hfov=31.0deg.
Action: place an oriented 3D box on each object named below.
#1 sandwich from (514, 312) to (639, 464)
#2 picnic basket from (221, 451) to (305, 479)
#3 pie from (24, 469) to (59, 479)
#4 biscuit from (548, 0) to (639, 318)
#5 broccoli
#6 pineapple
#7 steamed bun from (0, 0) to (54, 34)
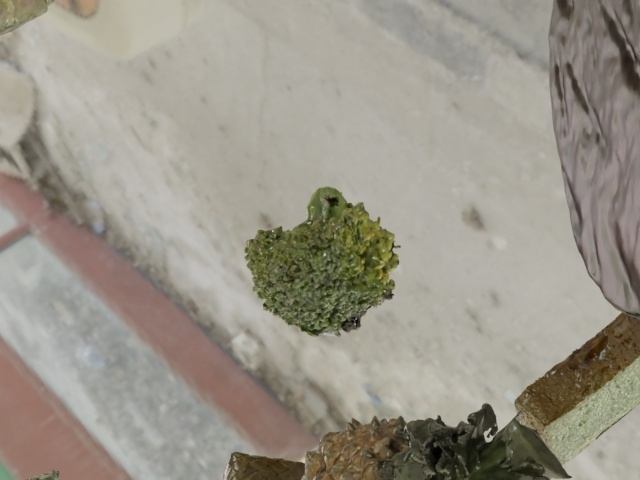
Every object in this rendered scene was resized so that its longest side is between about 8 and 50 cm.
[{"bbox_3d":[0.360,0.196,1.524,0.065,0.214,0.186,48,171,33],"label":"sandwich"},{"bbox_3d":[-0.082,0.395,1.617,0.137,0.178,0.128,8,123,0],"label":"picnic basket"},{"bbox_3d":[-0.448,0.450,1.517,0.078,0.371,0.296,33,124,8],"label":"pie"},{"bbox_3d":[0.259,-0.139,0.816,0.407,0.091,0.407,178,90,-84],"label":"biscuit"},{"bbox_3d":[-0.004,0.005,1.846,0.242,0.273,0.180,-5,156,14],"label":"broccoli"},{"bbox_3d":[0.104,0.233,1.103,0.169,0.169,0.340,55,149,-2],"label":"pineapple"},{"bbox_3d":[-0.324,-0.265,0.950,0.275,0.320,0.206,-3,88,29],"label":"steamed bun"}]
